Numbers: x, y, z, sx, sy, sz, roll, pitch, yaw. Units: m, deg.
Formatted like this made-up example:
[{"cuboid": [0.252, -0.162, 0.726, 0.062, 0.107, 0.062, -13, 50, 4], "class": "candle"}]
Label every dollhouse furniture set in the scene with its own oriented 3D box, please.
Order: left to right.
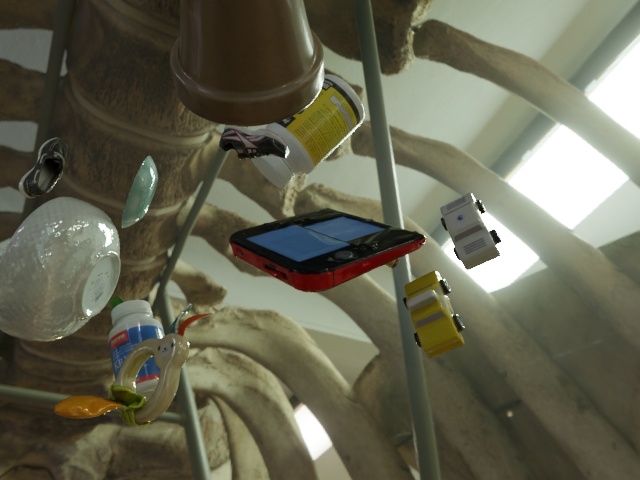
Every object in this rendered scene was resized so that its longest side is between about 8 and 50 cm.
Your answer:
[{"cuboid": [-0.518, 0.216, 1.399, 0.076, 0.058, 0.151, -41, -51, -15], "class": "dollhouse furniture set"}]

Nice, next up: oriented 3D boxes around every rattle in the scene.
[{"cuboid": [-0.268, 0.166, 0.738, 0.143, 0.130, 0.199, 34, -85, -32], "class": "rattle"}]

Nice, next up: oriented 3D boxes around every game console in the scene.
[{"cuboid": [0.000, 0.000, 1.200, 0.342, 0.387, 0.060, -22, -65, -31], "class": "game console"}]

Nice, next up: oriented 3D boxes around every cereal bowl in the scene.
[{"cuboid": [-0.561, 0.076, 1.141, 0.141, 0.339, 0.339, 17, -47, 2], "class": "cereal bowl"}]

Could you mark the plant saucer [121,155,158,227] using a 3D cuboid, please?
[{"cuboid": [-0.445, -0.116, 1.258, 0.037, 0.195, 0.195, 20, -50, -12], "class": "plant saucer"}]

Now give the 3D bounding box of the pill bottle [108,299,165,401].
[{"cuboid": [-0.416, 0.254, 1.151, 0.124, 0.221, 0.124, -20, -30, -12], "class": "pill bottle"}]

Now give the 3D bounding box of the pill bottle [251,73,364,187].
[{"cuboid": [-0.043, -0.317, 1.480, 0.334, 0.188, 0.188, -46, -47, -14], "class": "pill bottle"}]

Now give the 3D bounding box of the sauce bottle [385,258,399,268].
[{"cuboid": [0.155, 0.033, 1.386, 0.128, 0.042, 0.042, 29, -53, -6], "class": "sauce bottle"}]

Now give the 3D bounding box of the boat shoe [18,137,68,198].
[{"cuboid": [-0.430, -0.119, 0.798, 0.038, 0.125, 0.046, -8, -45, 21], "class": "boat shoe"}]

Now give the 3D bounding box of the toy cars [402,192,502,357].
[{"cuboid": [0.272, 0.051, 1.075, 0.176, 0.393, 0.087, 11, -23, 44], "class": "toy cars"}]

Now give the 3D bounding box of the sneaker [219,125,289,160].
[{"cuboid": [-0.156, -0.215, 1.162, 0.178, 0.077, 0.072, 20, -15, 23], "class": "sneaker"}]

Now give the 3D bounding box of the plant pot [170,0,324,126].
[{"cuboid": [-0.124, -0.352, 0.797, 0.263, 0.263, 0.229, -4, -35, -3], "class": "plant pot"}]
